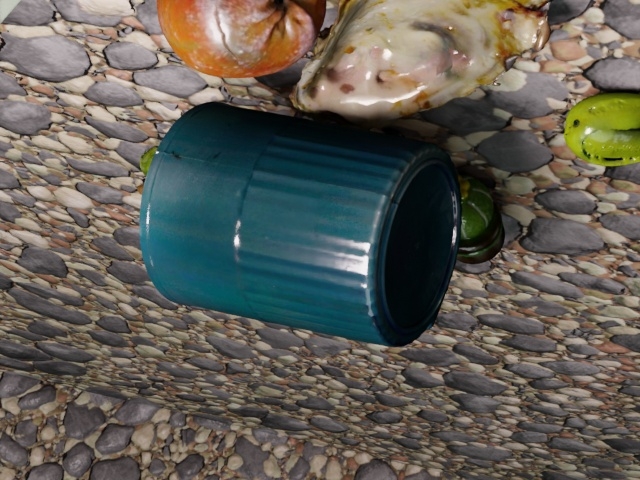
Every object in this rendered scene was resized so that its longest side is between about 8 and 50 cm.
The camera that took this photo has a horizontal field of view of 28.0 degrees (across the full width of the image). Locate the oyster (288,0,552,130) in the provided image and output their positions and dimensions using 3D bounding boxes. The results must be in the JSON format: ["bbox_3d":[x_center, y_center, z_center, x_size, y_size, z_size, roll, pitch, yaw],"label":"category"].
[{"bbox_3d":[0.098,-0.206,1.359,0.221,0.096,0.361,11,158,-12],"label":"oyster"}]

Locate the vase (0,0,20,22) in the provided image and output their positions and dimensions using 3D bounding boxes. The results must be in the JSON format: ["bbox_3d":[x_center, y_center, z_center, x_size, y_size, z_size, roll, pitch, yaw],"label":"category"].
[{"bbox_3d":[-0.440,-0.269,1.406,0.165,0.165,0.360,24,159,-27],"label":"vase"}]

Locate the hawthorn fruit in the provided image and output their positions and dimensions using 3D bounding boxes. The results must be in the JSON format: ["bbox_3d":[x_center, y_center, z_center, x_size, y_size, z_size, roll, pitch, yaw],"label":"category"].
[{"bbox_3d":[-0.081,-0.241,1.274,0.173,0.172,0.173,10,158,4],"label":"hawthorn fruit"}]

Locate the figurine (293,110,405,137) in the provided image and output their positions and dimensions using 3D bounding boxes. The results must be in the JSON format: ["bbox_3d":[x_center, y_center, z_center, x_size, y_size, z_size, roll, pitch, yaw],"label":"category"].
[{"bbox_3d":[0.050,-0.087,1.617,0.222,0.145,0.145,34,156,0],"label":"figurine"}]

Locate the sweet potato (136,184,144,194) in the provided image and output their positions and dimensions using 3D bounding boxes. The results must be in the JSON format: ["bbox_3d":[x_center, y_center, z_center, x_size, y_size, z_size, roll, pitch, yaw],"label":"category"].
[{"bbox_3d":[-0.190,-0.057,1.924,0.179,0.044,0.044,11,158,4],"label":"sweet potato"}]

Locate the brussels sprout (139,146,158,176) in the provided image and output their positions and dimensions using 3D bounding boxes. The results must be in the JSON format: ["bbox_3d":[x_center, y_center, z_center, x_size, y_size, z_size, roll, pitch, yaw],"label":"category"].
[{"bbox_3d":[-0.215,-0.104,1.823,0.051,0.046,0.083,-17,155,42],"label":"brussels sprout"}]

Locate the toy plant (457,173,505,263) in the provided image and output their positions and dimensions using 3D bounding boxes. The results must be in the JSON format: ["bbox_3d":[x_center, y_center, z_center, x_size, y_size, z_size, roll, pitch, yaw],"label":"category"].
[{"bbox_3d":[0.194,-0.033,1.725,0.093,0.092,0.162,2,153,22],"label":"toy plant"}]

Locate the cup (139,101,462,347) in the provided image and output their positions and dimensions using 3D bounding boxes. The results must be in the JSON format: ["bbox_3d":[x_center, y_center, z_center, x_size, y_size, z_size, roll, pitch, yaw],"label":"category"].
[{"bbox_3d":[-0.009,0.007,1.450,0.292,0.242,0.307,10,127,29],"label":"cup"}]

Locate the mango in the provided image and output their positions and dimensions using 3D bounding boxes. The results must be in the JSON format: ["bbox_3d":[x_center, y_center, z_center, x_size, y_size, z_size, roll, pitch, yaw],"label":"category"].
[{"bbox_3d":[0.356,-0.126,1.450,0.165,0.074,0.091,2,153,-9],"label":"mango"}]
